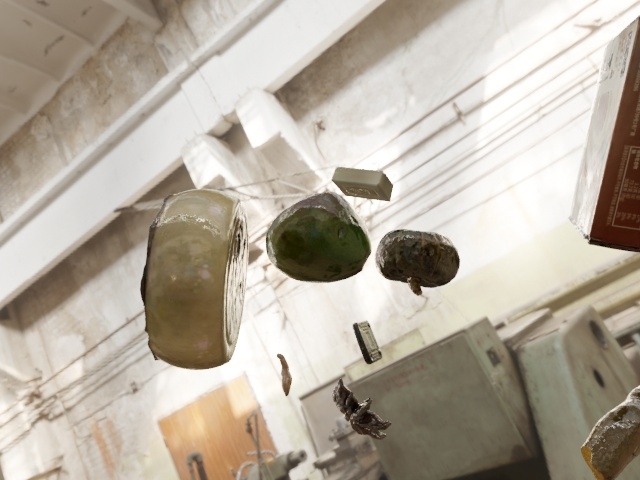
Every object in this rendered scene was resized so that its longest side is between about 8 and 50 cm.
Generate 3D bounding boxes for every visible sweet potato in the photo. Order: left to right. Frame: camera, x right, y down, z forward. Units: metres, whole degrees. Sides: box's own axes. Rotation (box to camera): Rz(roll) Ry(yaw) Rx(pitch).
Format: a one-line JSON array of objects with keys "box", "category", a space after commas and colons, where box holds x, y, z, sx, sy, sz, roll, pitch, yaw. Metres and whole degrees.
[{"box": [-0.115, 0.436, 1.675, 0.044, 0.179, 0.044, -5, -54, -8], "category": "sweet potato"}, {"box": [0.525, 0.313, 0.876, 0.243, 0.077, 0.077, -35, -11, -26], "category": "sweet potato"}]

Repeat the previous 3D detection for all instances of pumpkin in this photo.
[{"box": [0.285, 0.070, 1.520, 0.260, 0.189, 0.260, 5, -7, 1], "category": "pumpkin"}]

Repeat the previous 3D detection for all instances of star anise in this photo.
[{"box": [0.071, 0.328, 0.968, 0.042, 0.141, 0.141, -39, -9, -26], "category": "star anise"}]

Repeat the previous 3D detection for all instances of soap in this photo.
[{"box": [0.141, -0.189, 1.696, 0.183, 0.064, 0.121, 10, -17, 32], "category": "soap"}]

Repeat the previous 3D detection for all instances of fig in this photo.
[{"box": [0.000, 0.000, 0.939, 0.181, 0.191, 0.181, -53, -19, -28], "category": "fig"}]

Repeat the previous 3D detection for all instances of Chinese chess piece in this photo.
[{"box": [-0.169, 0.054, 0.734, 0.104, 0.257, 0.257, 5, -19, -1], "category": "Chinese chess piece"}]

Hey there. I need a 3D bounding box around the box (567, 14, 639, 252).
[{"box": [0.603, -0.198, 1.003, 0.122, 0.386, 0.344, 11, 14, 18], "category": "box"}]

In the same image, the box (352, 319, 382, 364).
[{"box": [0.138, 0.295, 1.498, 0.027, 0.126, 0.125, -24, -12, 17], "category": "box"}]
